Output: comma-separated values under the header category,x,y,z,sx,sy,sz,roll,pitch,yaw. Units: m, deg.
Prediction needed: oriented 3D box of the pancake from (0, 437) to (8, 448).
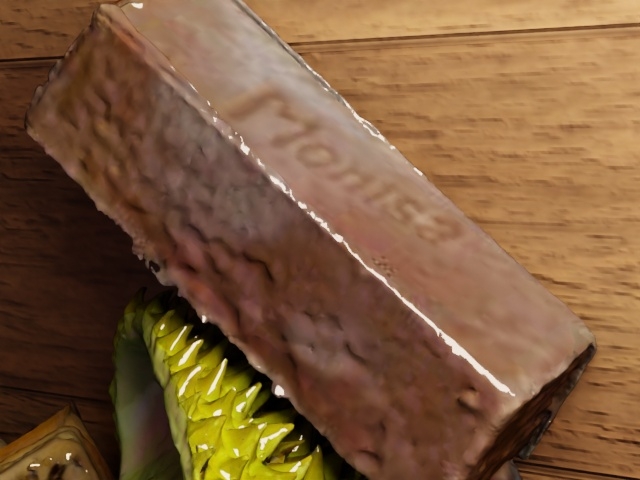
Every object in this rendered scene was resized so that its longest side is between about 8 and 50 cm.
category,x,y,z,sx,sy,sz,roll,pitch,yaw
pancake,-0.296,0.242,1.524,0.356,0.065,0.356,22,132,26

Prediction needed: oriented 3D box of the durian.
category,x,y,z,sx,sy,sz,roll,pitch,yaw
durian,-0.069,0.136,1.069,0.157,0.169,0.355,41,-178,-19

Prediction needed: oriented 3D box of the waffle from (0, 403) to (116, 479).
category,x,y,z,sx,sy,sz,roll,pitch,yaw
waffle,-0.188,0.334,1.318,0.376,0.261,0.114,61,179,-8

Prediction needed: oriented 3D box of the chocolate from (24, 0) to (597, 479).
category,x,y,z,sx,sy,sz,roll,pitch,yaw
chocolate,0.000,0.000,0.998,0.321,0.112,0.112,46,133,12
